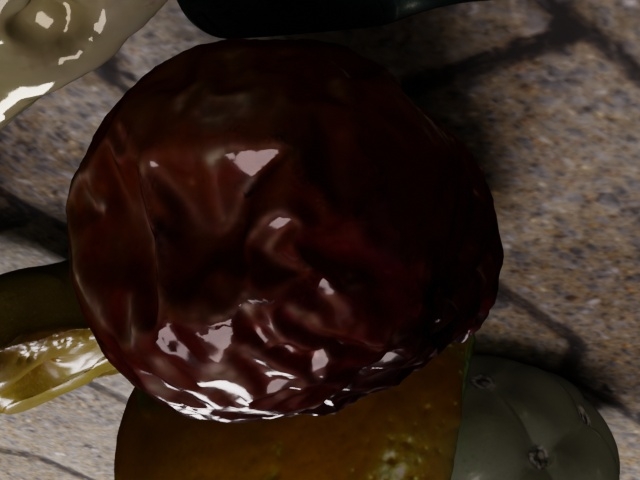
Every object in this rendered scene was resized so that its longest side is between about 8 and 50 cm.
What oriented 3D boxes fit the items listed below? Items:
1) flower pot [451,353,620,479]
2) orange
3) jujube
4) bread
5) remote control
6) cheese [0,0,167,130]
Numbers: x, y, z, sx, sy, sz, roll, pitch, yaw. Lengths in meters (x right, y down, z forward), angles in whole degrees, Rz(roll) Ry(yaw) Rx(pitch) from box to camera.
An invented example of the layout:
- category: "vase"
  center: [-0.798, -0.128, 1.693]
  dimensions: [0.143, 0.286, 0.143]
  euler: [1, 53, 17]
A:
- category: "flower pot"
  center: [0.128, 0.208, 1.336]
  dimensions: [0.246, 0.195, 0.246]
  euler: [10, 154, 5]
- category: "orange"
  center: [-0.029, 0.144, 1.180]
  dimensions: [0.334, 0.262, 0.196]
  euler: [-20, 141, 41]
- category: "jujube"
  center: [0.000, 0.000, 0.927]
  dimensions: [0.216, 0.216, 0.342]
  euler: [-2, 171, 25]
- category: "bread"
  center: [-0.221, 0.074, 1.253]
  dimensions: [0.233, 0.088, 0.161]
  euler: [-16, 160, -30]
- category: "remote control"
  center: [0.023, -0.138, 0.834]
  dimensions: [0.222, 0.042, 0.072]
  euler: [-3, 154, 28]
- category: "cheese"
  center: [-0.173, -0.132, 0.787]
  dimensions: [0.251, 0.174, 0.248]
  euler: [6, 153, -2]
